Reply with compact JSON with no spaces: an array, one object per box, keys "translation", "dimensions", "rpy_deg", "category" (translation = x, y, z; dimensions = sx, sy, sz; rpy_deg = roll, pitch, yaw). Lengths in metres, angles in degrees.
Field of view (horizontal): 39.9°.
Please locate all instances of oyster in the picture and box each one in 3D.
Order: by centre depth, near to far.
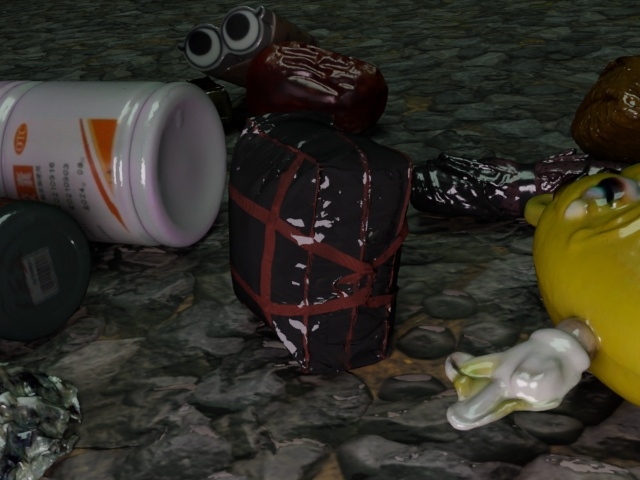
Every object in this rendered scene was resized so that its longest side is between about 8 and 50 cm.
[{"translation":[-0.296,0.164,0.704],"dimensions":[0.199,0.087,0.252],"rpy_deg":[18,21,42],"category":"oyster"}]

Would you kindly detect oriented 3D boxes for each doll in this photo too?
[{"translation":[0.290,0.078,0.635],"dimensions":[0.423,0.161,0.348],"rpy_deg":[18,37,31],"category":"doll"}]

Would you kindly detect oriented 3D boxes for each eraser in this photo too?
[{"translation":[-0.114,-0.332,1.567],"dimensions":[0.171,0.087,0.290],"rpy_deg":[-22,-4,17],"category":"eraser"}]

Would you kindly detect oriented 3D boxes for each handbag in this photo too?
[{"translation":[0.000,0.000,0.808],"dimensions":[0.155,0.216,0.169],"rpy_deg":[-7,26,-22],"category":"handbag"}]

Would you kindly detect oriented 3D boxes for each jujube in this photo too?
[{"translation":[-0.009,-0.239,1.423],"dimensions":[0.230,0.155,0.155],"rpy_deg":[15,30,20],"category":"jujube"}]

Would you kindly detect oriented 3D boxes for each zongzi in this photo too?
[{"translation":[-0.253,-0.227,1.545],"dimensions":[0.184,0.084,0.187],"rpy_deg":[-21,19,-7],"category":"zongzi"}]

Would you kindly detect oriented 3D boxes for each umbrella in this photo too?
[{"translation":[0.264,-0.060,1.020],"dimensions":[0.325,0.090,0.094],"rpy_deg":[2,22,18],"category":"umbrella"}]

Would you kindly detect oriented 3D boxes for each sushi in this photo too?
[{"translation":[0.396,-0.153,1.042],"dimensions":[0.140,0.149,0.287],"rpy_deg":[26,-6,1],"category":"sushi"}]

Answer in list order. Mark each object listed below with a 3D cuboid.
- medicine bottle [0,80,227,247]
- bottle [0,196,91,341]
[{"translation":[-0.298,-0.099,1.108],"dimensions":[0.315,0.202,0.202],"rpy_deg":[4,26,22],"category":"medicine bottle"},{"translation":[-0.412,0.012,0.978],"dimensions":[0.336,0.144,0.144],"rpy_deg":[9,29,36],"category":"bottle"}]
